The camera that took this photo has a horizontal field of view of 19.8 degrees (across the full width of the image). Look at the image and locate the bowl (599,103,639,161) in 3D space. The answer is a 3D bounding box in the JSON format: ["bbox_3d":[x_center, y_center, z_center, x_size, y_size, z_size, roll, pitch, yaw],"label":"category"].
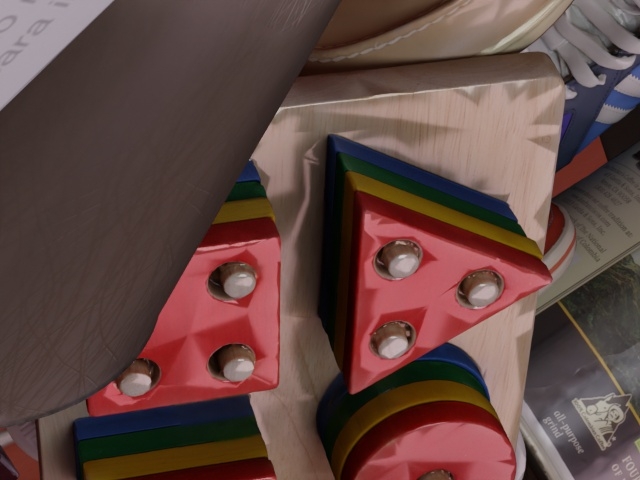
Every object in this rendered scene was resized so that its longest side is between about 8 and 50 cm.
[{"bbox_3d":[0.326,-0.141,1.409,0.311,0.163,0.311,-34,167,-9],"label":"bowl"}]

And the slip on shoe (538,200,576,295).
[{"bbox_3d":[0.000,0.000,1.000,0.331,0.101,0.123,-6,-164,-26],"label":"slip on shoe"}]

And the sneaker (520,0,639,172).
[{"bbox_3d":[0.128,-0.104,1.085,0.236,0.130,0.323,-35,174,-25],"label":"sneaker"}]

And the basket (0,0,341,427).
[{"bbox_3d":[-0.087,-0.064,0.631,0.204,0.154,0.227,-16,153,-49],"label":"basket"}]

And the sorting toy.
[{"bbox_3d":[-0.008,0.053,0.881,0.255,0.089,0.257,-7,129,-12],"label":"sorting toy"}]

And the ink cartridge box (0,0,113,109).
[{"bbox_3d":[-0.192,-0.080,0.233,0.285,0.166,0.395,-41,166,18],"label":"ink cartridge box"}]

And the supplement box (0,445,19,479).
[{"bbox_3d":[-0.299,0.169,1.055,0.239,0.073,0.130,-34,168,-9],"label":"supplement box"}]

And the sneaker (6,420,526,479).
[{"bbox_3d":[-0.031,0.081,1.080,0.169,0.292,0.108,-102,-156,-74],"label":"sneaker"}]

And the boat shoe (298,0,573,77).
[{"bbox_3d":[0.099,-0.172,0.850,0.302,0.109,0.098,-31,148,11],"label":"boat shoe"}]

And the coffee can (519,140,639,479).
[{"bbox_3d":[0.223,0.040,1.153,0.275,0.201,0.201,-33,167,-3],"label":"coffee can"}]
